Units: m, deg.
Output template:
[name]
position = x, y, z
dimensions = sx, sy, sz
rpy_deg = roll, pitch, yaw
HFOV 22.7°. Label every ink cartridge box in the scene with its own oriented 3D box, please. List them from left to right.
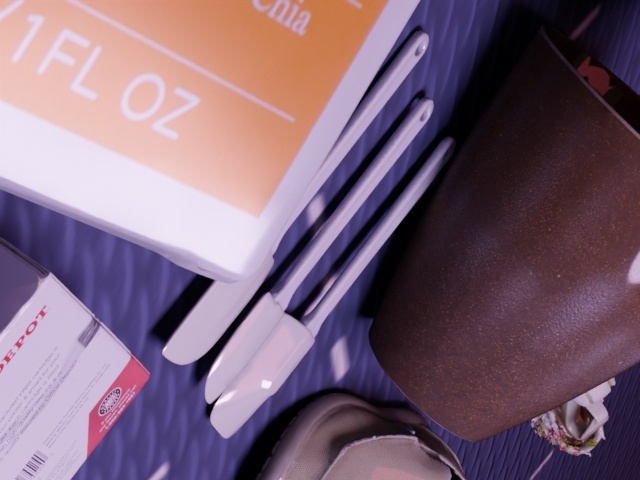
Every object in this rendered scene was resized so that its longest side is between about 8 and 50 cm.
[ink cartridge box]
position = -0.143, 0.062, 0.699
dimensions = 0.099, 0.056, 0.135
rpy_deg = -52, 156, -11

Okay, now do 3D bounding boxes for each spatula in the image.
[spatula]
position = 0.000, 0.000, 0.947
dimensions = 0.242, 0.019, 0.168
rpy_deg = -53, 153, -14

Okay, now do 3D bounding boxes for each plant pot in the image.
[plant pot]
position = 0.145, 0.016, 1.042
dimensions = 0.230, 0.215, 0.215
rpy_deg = -47, 159, 15

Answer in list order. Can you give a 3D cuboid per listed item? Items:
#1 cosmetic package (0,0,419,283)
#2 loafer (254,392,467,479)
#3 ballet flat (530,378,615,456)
[cosmetic package]
position = -0.017, -0.240, 0.375
dimensions = 0.230, 0.161, 0.453
rpy_deg = 23, 99, -50
[loafer]
position = 0.039, 0.171, 1.134
dimensions = 0.268, 0.092, 0.102
rpy_deg = 3, 117, -63
[ballet flat]
position = 0.236, 0.127, 1.460
dimensions = 0.091, 0.077, 0.241
rpy_deg = -36, 151, -10
